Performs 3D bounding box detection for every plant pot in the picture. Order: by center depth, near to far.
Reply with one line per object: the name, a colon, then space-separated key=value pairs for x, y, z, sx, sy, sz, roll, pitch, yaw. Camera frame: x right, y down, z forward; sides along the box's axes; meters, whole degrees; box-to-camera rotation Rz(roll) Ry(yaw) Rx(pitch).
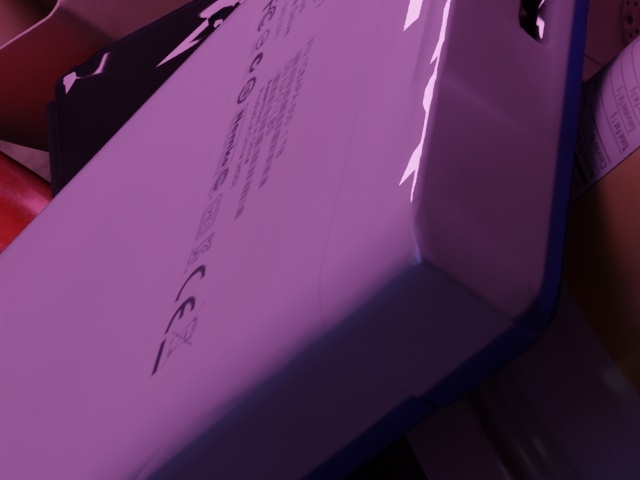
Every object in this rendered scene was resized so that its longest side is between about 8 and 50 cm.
plant pot: x=-0.107 y=-0.099 z=0.868 sx=0.109 sy=0.096 sz=0.109 roll=-26 pitch=44 yaw=39

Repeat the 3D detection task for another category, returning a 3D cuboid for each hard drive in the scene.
hard drive: x=-0.047 y=0.023 z=0.529 sx=0.319 sy=0.040 sz=0.210 roll=-41 pitch=24 yaw=38

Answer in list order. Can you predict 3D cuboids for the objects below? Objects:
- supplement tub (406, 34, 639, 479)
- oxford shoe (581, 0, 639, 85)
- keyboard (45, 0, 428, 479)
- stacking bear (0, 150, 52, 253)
supplement tub: x=0.126 y=0.001 z=0.441 sx=0.200 sy=0.144 sz=0.144 roll=-42 pitch=36 yaw=22
oxford shoe: x=0.079 y=-0.090 z=0.625 sx=0.098 sy=0.097 sz=0.271 roll=-54 pitch=34 yaw=9
keyboard: x=0.000 y=0.000 z=0.669 sx=0.202 sy=0.033 sz=0.317 roll=-26 pitch=42 yaw=11
stacking bear: x=-0.214 y=0.098 z=0.798 sx=0.289 sy=0.175 sz=0.164 roll=-58 pitch=30 yaw=11
